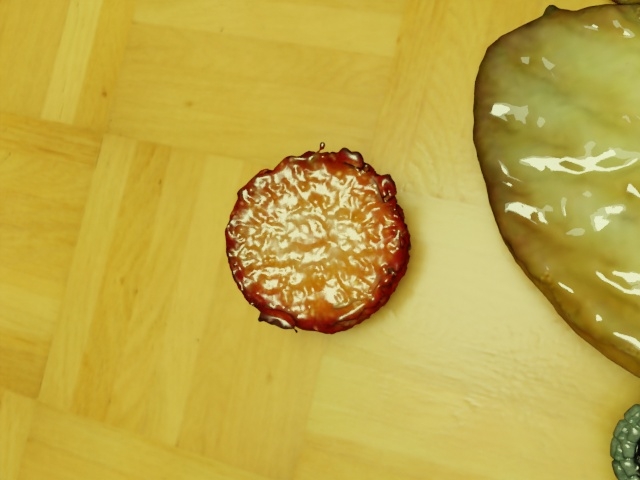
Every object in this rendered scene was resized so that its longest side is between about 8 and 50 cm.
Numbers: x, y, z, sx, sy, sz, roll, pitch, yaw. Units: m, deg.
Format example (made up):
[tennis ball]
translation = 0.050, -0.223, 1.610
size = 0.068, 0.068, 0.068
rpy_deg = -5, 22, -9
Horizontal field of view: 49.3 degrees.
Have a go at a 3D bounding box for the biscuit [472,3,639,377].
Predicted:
[biscuit]
translation = 0.195, -0.031, 0.469
size = 0.154, 0.045, 0.299
rpy_deg = -19, 66, 13

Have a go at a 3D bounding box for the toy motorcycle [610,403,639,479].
[toy motorcycle]
translation = 0.290, 0.234, 0.418
size = 0.307, 0.108, 0.173
rpy_deg = 39, 104, 15

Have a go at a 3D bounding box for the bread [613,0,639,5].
[bread]
translation = 0.256, -0.210, 0.502
size = 0.110, 0.044, 0.083
rpy_deg = 1, 81, 14

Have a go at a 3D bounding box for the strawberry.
[strawberry]
translation = 0.000, 0.000, 0.528
size = 0.145, 0.086, 0.145
rpy_deg = -2, 85, 17
